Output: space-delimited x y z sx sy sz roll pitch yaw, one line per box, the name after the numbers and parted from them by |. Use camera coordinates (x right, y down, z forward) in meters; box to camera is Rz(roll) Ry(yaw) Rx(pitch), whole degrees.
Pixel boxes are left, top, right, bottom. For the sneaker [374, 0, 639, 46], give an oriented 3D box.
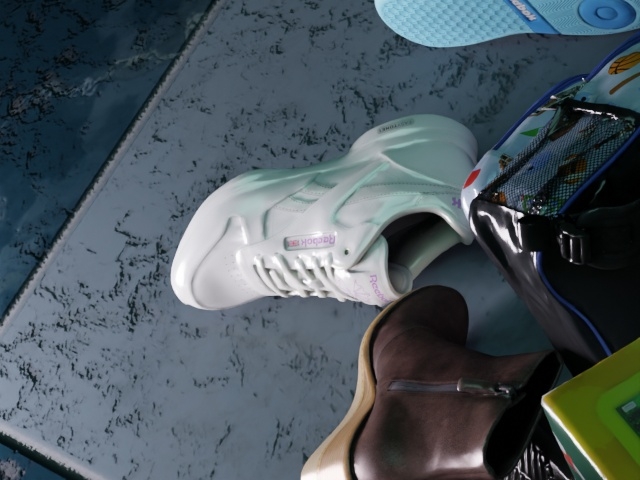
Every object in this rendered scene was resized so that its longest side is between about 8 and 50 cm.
0.207 -0.295 1.693 0.319 0.127 0.208 0 60 35 | sneaker

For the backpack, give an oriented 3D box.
0.257 -0.023 1.378 0.263 0.276 0.213 -43 35 -8 | backpack

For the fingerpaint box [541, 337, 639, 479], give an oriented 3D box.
0.426 0.139 1.129 0.444 0.163 0.371 -32 44 -5 | fingerpaint box

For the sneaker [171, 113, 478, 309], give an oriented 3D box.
0.000 0.000 1.630 0.305 0.114 0.152 -25 46 19 | sneaker

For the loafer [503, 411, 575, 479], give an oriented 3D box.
0.202 0.178 1.392 0.078 0.080 0.220 -12 29 -27 | loafer

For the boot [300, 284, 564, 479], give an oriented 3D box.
0.110 0.110 1.432 0.207 0.090 0.248 -17 28 44 | boot
